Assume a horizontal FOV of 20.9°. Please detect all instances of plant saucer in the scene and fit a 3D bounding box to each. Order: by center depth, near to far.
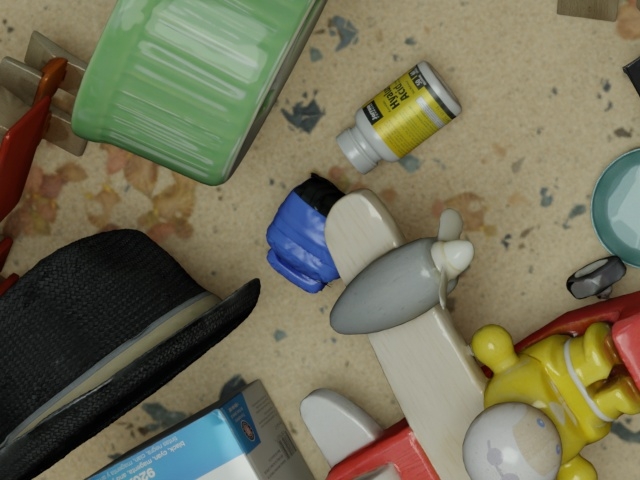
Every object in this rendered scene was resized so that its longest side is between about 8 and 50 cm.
[{"bbox_3d":[0.321,-0.031,1.671,0.119,0.021,0.119,1,95,10],"label":"plant saucer"}]

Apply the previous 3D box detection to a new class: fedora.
[{"bbox_3d":[-0.220,0.090,1.623,0.334,0.334,0.152,-38,87,11],"label":"fedora"}]

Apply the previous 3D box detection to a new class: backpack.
[{"bbox_3d":[0.000,0.000,1.681,0.098,0.120,0.101,30,99,6],"label":"backpack"}]

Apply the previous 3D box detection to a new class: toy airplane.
[{"bbox_3d":[0.150,0.175,1.581,0.386,0.272,0.384,16,100,3],"label":"toy airplane"}]

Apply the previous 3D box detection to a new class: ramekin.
[{"bbox_3d":[-0.093,-0.198,1.598,0.148,0.303,0.303,28,99,-1],"label":"ramekin"}]

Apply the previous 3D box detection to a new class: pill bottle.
[{"bbox_3d":[0.075,-0.117,1.686,0.116,0.065,0.065,-38,87,11],"label":"pill bottle"}]

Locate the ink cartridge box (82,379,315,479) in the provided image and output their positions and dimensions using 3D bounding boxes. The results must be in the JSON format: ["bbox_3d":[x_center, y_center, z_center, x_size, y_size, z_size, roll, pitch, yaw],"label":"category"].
[{"bbox_3d":[-0.091,0.286,1.694,0.168,0.171,0.232,-29,88,11],"label":"ink cartridge box"}]

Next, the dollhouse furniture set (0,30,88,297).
[{"bbox_3d":[-0.313,-0.032,1.684,0.135,0.262,0.259,31,133,5],"label":"dollhouse furniture set"}]

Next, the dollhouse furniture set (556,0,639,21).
[{"bbox_3d":[0.310,-0.302,1.649,0.144,0.123,0.151,9,61,9],"label":"dollhouse furniture set"}]

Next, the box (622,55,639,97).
[{"bbox_3d":[0.429,-0.085,1.514,0.073,0.295,0.293,-22,84,-32],"label":"box"}]
